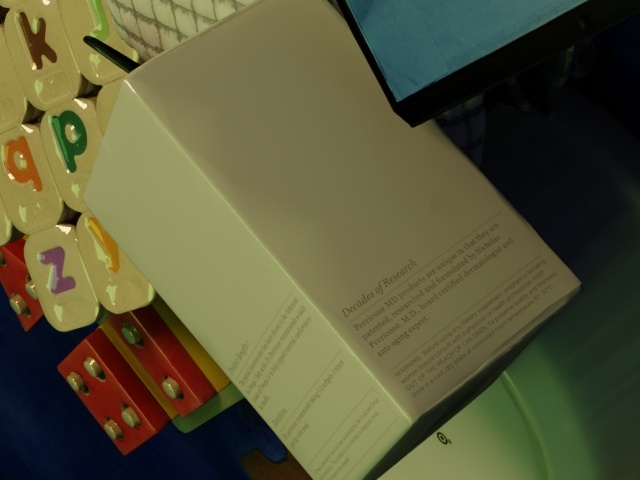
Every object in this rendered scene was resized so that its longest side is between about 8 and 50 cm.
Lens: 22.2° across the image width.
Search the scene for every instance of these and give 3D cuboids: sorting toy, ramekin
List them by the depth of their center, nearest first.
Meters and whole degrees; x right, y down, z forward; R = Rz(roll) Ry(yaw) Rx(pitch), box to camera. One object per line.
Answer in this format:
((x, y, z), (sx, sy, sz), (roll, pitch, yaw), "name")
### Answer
((0.080, 0.050, 0.855), (0.273, 0.127, 0.273), (35, 147, 28), "ramekin")
((-0.153, 0.029, 1.202), (0.255, 0.089, 0.257), (53, 151, 0), "sorting toy")

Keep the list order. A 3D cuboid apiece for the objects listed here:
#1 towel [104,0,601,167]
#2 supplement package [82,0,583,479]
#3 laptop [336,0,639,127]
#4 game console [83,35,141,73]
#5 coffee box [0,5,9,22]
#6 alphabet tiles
((-0.006, -0.177, 0.748), (0.284, 0.121, 0.235), (28, 141, 39), "towel")
((0.000, 0.000, 0.685), (0.179, 0.105, 0.105), (49, 150, 10), "supplement package")
((-0.012, -0.162, 0.520), (0.234, 0.264, 0.136), (-25, 56, 54), "laptop")
((-0.076, -0.044, 0.846), (0.122, 0.071, 0.107), (16, -104, -80), "game console")
((-0.362, -0.094, 1.151), (0.119, 0.297, 0.168), (26, 142, 39), "coffee box")
((-0.159, -0.087, 1.041), (0.284, 0.021, 0.278), (-18, 93, 41), "alphabet tiles")
